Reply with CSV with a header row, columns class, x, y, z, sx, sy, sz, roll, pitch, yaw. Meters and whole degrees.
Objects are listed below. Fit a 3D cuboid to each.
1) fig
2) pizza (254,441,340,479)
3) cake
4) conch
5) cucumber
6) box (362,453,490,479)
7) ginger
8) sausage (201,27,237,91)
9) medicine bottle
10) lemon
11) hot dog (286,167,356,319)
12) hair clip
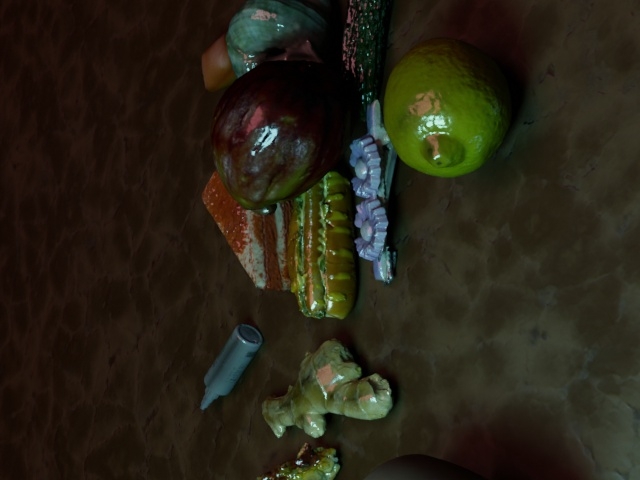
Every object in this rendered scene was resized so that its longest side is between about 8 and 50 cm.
class,x,y,z,sx,sy,sz,roll,pitch,yaw
fig,-0.065,-0.175,1.873,0.263,0.224,0.224,-48,41,-2
pizza,-0.046,0.392,1.921,0.194,0.154,0.069,-41,29,14
cake,-0.104,-0.016,2.031,0.159,0.158,0.262,-29,62,51
conch,-0.059,-0.328,2.036,0.220,0.195,0.277,22,76,19
cucumber,0.070,-0.330,1.933,0.077,0.077,0.265,7,88,53
box,0.152,0.423,1.506,0.216,0.301,0.301,35,111,57
ginger,-0.005,0.250,1.915,0.333,0.081,0.148,-31,74,46
sausage,-0.133,-0.376,2.205,0.300,0.083,0.089,-39,67,45
medicine bottle,-0.173,0.239,2.149,0.199,0.057,0.058,-57,43,29
lemon,0.180,-0.194,1.681,0.184,0.184,0.248,-45,32,38
hot dog,0.000,0.000,1.935,0.115,0.072,0.269,-12,71,22
hair clip,0.091,-0.073,1.863,0.106,0.084,0.292,172,100,-70
